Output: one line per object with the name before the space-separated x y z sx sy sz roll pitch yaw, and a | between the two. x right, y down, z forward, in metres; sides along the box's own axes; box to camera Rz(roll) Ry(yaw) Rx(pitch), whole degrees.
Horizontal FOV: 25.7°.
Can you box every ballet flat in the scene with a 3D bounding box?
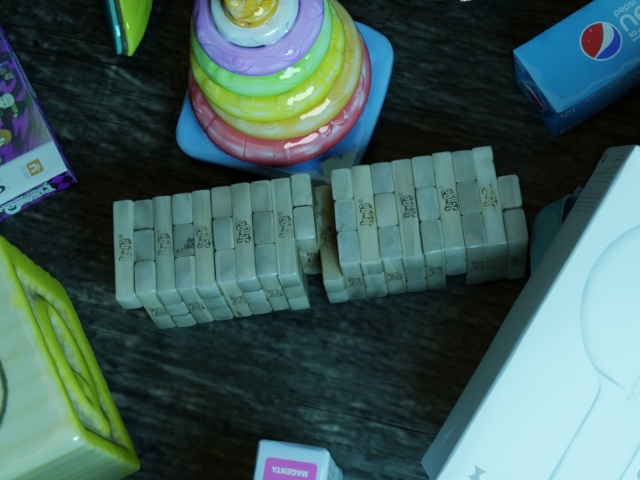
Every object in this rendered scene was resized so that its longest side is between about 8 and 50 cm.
ballet flat | -0.184 -0.280 1.294 0.077 0.077 0.231 -16 71 -14

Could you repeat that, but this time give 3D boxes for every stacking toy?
stacking toy | -0.048 -0.168 1.123 0.175 0.302 0.166 15 78 12

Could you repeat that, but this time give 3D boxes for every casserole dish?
casserole dish | 0.205 0.051 1.137 0.037 0.114 0.189 -8 74 32

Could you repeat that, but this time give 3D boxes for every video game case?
video game case | -0.364 -0.105 1.282 0.210 0.042 0.232 -27 73 -2

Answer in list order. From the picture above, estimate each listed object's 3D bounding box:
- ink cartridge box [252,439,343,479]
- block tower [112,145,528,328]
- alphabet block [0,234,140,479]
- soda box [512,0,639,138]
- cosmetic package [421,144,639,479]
ink cartridge box | -0.035 0.315 1.050 0.065 0.186 0.311 5 76 6
block tower | 0.000 0.000 1.177 0.335 0.097 0.091 -7 67 3
alphabet block | -0.286 0.135 1.130 0.197 0.193 0.192 -27 75 -1
soda box | 0.272 -0.179 1.207 0.210 0.067 0.071 -32 73 -2
cosmetic package | 0.307 0.145 1.029 0.377 0.097 0.284 30 93 -2
